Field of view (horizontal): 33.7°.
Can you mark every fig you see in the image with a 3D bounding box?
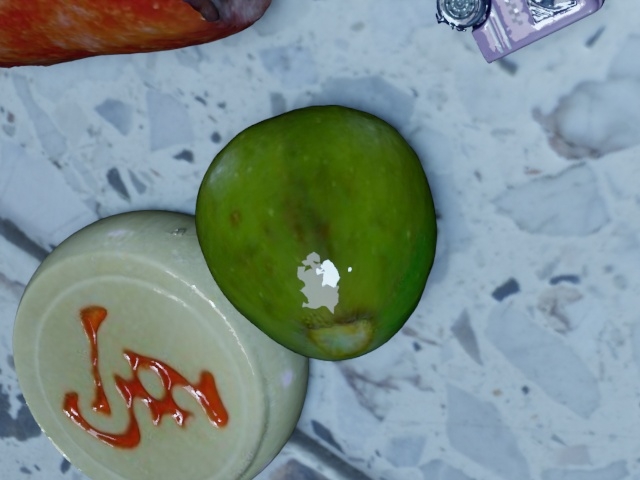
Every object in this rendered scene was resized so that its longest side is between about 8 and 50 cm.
[{"bbox_3d":[0.000,0.000,0.791,0.181,0.191,0.181,-8,134,-9],"label":"fig"}]

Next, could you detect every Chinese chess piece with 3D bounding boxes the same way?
[{"bbox_3d":[-0.141,0.103,0.931,0.273,0.102,0.273,8,113,19],"label":"Chinese chess piece"}]

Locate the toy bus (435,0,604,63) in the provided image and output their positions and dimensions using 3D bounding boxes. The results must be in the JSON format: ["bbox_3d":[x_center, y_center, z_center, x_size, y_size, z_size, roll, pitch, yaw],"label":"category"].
[{"bbox_3d":[0.111,-0.227,0.701,0.108,0.096,0.199,-20,104,23],"label":"toy bus"}]

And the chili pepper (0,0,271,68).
[{"bbox_3d":[-0.185,-0.250,0.768,0.305,0.229,0.251,-6,138,36],"label":"chili pepper"}]
